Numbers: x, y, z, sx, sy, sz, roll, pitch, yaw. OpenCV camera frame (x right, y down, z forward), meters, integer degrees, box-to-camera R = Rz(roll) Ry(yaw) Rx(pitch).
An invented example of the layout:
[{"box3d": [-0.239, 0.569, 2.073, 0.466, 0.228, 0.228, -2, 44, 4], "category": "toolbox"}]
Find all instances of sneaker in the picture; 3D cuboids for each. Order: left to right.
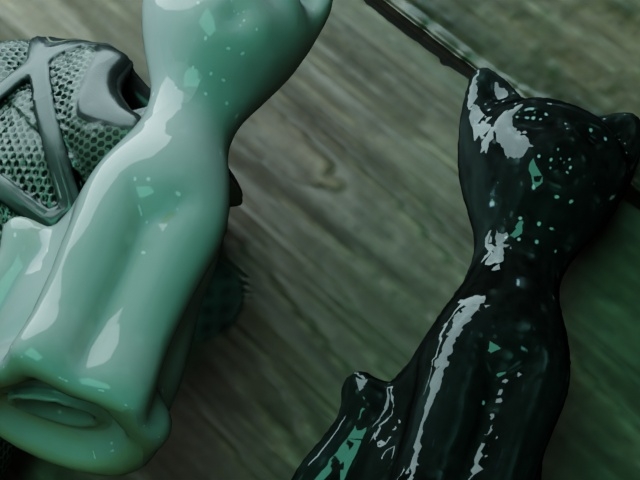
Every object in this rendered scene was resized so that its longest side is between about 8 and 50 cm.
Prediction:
[{"box3d": [-0.108, 0.017, 0.744, 0.130, 0.087, 0.227, -4, 58, 23], "category": "sneaker"}]

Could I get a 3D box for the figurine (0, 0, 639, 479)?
[{"box3d": [0.000, 0.000, 0.687, 0.215, 0.092, 0.209, 25, 63, -6], "category": "figurine"}]
